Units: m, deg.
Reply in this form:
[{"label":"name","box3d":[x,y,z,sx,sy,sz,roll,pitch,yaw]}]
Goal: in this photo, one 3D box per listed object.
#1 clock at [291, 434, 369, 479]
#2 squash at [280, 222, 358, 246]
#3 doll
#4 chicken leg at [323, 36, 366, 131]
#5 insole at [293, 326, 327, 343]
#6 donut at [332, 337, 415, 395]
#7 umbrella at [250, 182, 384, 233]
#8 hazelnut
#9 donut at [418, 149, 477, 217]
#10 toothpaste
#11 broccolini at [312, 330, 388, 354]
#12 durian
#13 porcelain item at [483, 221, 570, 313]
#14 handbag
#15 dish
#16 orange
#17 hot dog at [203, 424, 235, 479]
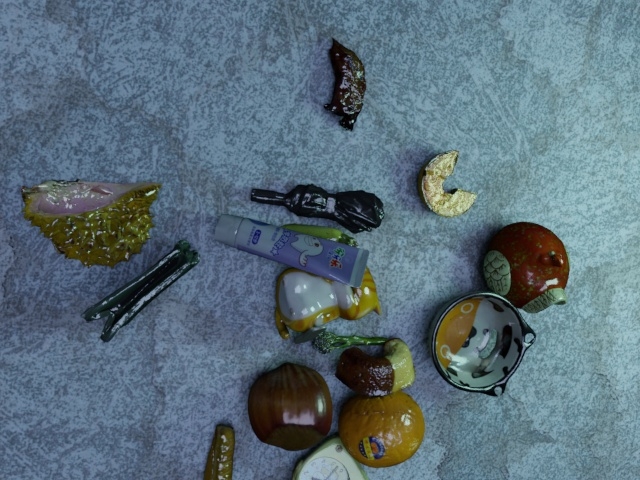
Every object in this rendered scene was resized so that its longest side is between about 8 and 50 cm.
[{"label":"clock","box3d":[-0.001,0.634,1.479,0.232,0.069,0.170,-30,85,-10]},{"label":"squash","box3d":[-0.001,0.001,1.448,0.200,0.075,0.090,1,75,7]},{"label":"doll","box3d":[0.016,0.138,1.418,0.270,0.162,0.166,-10,76,-8]},{"label":"chicken leg","box3d":[0.065,-0.395,1.441,0.105,0.063,0.233,5,91,-19]},{"label":"insole","box3d":[-0.028,0.235,1.402,0.063,0.192,0.010,-11,73,-20]},{"label":"donut","box3d":[0.159,0.323,1.463,0.217,0.141,0.085,-10,114,-25]},{"label":"umbrella","box3d":[-0.006,-0.090,1.431,0.341,0.118,0.117,7,92,-5]},{"label":"hazelnut","box3d":[-0.072,0.419,1.416,0.210,0.210,0.186,-21,123,-11]},{"label":"donut","box3d":[0.326,-0.146,1.518,0.146,0.078,0.181,-31,107,-9]},{"label":"toothpaste","box3d":[-0.070,0.019,1.375,0.372,0.079,0.125,17,47,4]},{"label":"broccolini","box3d":[0.086,0.271,1.495,0.216,0.058,0.067,7,89,-15]},{"label":"durian","box3d":[-0.517,-0.025,1.311,0.305,0.185,0.195,-7,119,-21]},{"label":"porcelain item","box3d":[0.570,0.070,1.512,0.253,0.253,0.252,-1,94,-14]},{"label":"handbag","box3d":[-0.388,0.103,1.270,0.260,0.247,0.079,-41,96,-6]},{"label":"dish","box3d":[0.412,0.265,1.542,0.303,0.120,0.302,-1,96,-13]},{"label":"orange","box3d":[0.156,0.477,1.447,0.220,0.219,0.192,-23,107,-11]},{"label":"hot dog","box3d":[-0.254,0.608,1.430,0.068,0.083,0.288,7,93,-33]}]
